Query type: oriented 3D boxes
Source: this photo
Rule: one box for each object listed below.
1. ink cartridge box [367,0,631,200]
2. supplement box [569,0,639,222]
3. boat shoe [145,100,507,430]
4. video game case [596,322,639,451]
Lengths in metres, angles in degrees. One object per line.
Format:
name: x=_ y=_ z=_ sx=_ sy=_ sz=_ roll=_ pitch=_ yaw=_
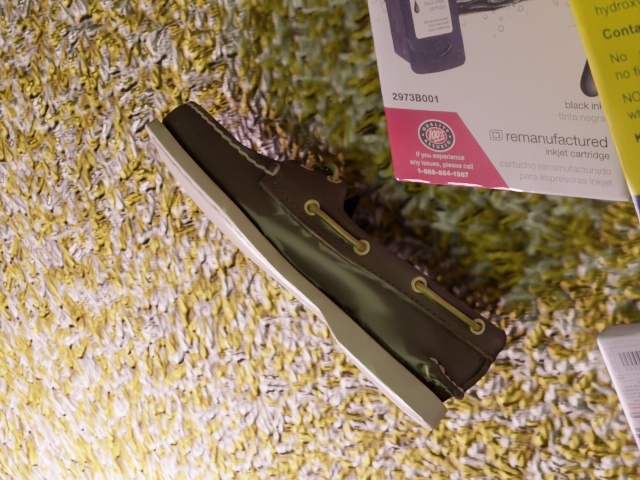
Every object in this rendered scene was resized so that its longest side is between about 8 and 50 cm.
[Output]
ink cartridge box: x=0.123 y=-0.157 z=0.836 sx=0.172 sy=0.100 sz=0.237 roll=7 pitch=119 yaw=35
supplement box: x=0.231 y=-0.207 z=0.652 sx=0.194 sy=0.195 sz=0.356 roll=-6 pitch=112 yaw=42
boat shoe: x=0.000 y=0.000 z=1.033 sx=0.324 sy=0.097 sz=0.116 roll=44 pitch=175 yaw=14
video game case: x=0.308 y=0.131 z=0.915 sx=0.201 sy=0.023 sz=0.183 roll=-12 pitch=107 yaw=41
